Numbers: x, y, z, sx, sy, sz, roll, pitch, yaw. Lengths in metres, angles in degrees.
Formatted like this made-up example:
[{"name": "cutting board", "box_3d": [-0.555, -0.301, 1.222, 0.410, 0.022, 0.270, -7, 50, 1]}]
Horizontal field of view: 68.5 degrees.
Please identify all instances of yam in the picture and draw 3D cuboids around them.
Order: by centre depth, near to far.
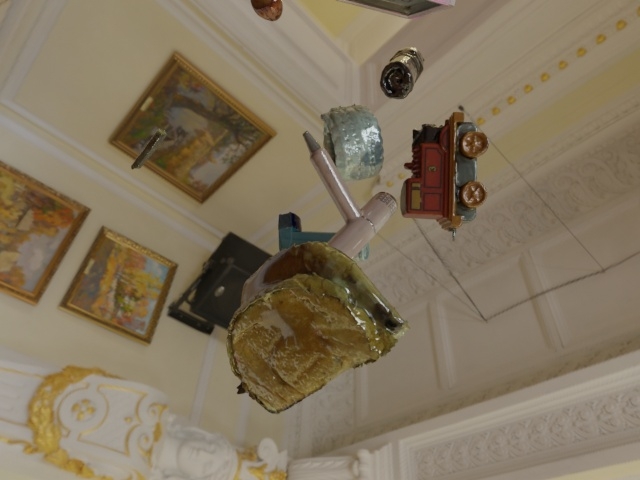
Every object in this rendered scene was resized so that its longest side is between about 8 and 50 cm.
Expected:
[{"name": "yam", "box_3d": [-0.433, -0.227, 1.183, 0.129, 0.027, 0.033, -43, -142, 21]}]

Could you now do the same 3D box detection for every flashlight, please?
[{"name": "flashlight", "box_3d": [0.220, -0.453, 1.250, 0.103, 0.103, 0.424, -39, -169, 27]}]

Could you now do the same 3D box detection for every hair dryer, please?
[{"name": "hair dryer", "box_3d": [0.018, -0.082, 0.814, 0.054, 0.220, 0.195, -26, -164, 51]}]

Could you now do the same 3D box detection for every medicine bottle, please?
[{"name": "medicine bottle", "box_3d": [0.000, 0.000, 1.222, 0.258, 0.079, 0.124, 6, -110, 24]}]

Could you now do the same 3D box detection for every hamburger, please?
[{"name": "hamburger", "box_3d": [-0.031, 0.122, 0.709, 0.309, 0.211, 0.132, -38, 174, 35]}]

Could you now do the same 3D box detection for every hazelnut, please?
[{"name": "hazelnut", "box_3d": [-0.128, -0.575, 1.141, 0.086, 0.086, 0.086, -37, -147, 29]}]

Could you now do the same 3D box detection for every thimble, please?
[{"name": "thimble", "box_3d": [0.093, -0.314, 1.511, 0.205, 0.172, 0.250, 134, -53, -77]}]

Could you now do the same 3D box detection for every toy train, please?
[{"name": "toy train", "box_3d": [0.354, -0.181, 1.370, 0.163, 0.232, 0.369, 49, 43, -86]}]

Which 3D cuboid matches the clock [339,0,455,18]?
[{"name": "clock", "box_3d": [0.134, -0.468, 0.862, 0.150, 0.197, 0.063, -147, -118, -62]}]
